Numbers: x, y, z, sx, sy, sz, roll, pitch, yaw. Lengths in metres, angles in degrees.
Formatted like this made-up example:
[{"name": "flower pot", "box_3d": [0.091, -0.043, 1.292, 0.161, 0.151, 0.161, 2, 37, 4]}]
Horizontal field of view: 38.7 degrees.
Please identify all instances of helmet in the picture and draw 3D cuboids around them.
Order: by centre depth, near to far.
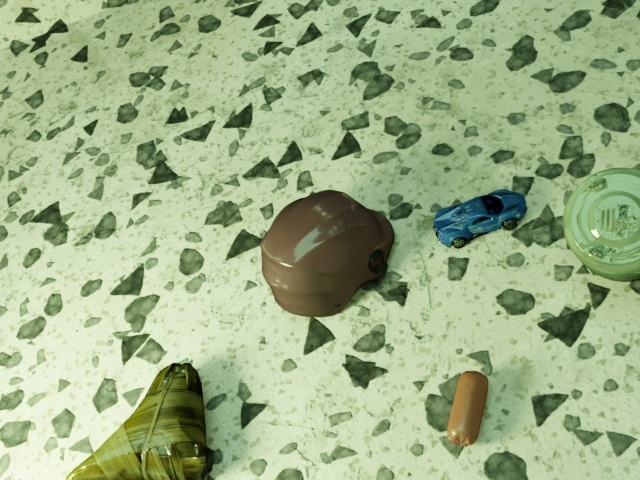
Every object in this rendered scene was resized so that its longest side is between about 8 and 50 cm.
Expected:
[{"name": "helmet", "box_3d": [0.000, 0.000, 2.083, 0.338, 0.197, 0.271, -47, 48, -14]}]

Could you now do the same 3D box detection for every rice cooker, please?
[{"name": "rice cooker", "box_3d": [0.605, -0.029, 1.814, 0.226, 0.244, 0.226, -5, 77, 21]}]

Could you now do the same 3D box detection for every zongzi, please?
[{"name": "zongzi", "box_3d": [-0.390, 0.394, 1.943, 0.288, 0.134, 0.286, -4, 45, -8]}]

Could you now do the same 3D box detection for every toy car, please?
[{"name": "toy car", "box_3d": [0.358, -0.058, 2.057, 0.216, 0.063, 0.103, -21, 48, 7]}]

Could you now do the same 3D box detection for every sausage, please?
[{"name": "sausage", "box_3d": [0.289, 0.330, 1.788, 0.062, 0.062, 0.154, 3, 55, 25]}]
